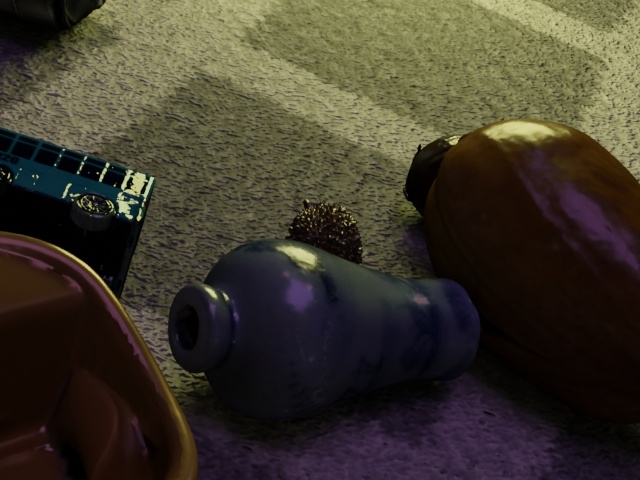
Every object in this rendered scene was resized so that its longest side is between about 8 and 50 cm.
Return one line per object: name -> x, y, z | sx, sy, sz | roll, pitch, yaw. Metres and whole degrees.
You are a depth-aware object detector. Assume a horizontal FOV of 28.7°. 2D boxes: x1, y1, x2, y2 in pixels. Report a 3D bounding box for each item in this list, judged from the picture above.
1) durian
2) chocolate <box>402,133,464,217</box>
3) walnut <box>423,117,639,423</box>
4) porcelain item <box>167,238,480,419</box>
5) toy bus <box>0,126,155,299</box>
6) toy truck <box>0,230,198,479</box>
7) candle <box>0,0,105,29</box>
durian -> 0.000, 0.000, 1.122 | 0.080, 0.080, 0.091 | -5, 63, -32
chocolate -> 0.206, -0.048, 1.271 | 0.248, 0.110, 0.110 | 11, 35, -18
walnut -> 0.223, 0.035, 1.085 | 0.209, 0.209, 0.336 | -14, 50, -39
porcelain item -> 0.005, 0.071, 0.989 | 0.259, 0.141, 0.141 | 5, 36, -36
toy bus -> -0.238, -0.029, 1.036 | 0.184, 0.090, 0.106 | 19, 33, -6
toy truck -> -0.216, 0.129, 0.721 | 0.204, 0.212, 0.288 | -15, 51, -42
candle -> -0.380, -0.354, 1.332 | 0.330, 0.187, 0.187 | 18, 34, 1
